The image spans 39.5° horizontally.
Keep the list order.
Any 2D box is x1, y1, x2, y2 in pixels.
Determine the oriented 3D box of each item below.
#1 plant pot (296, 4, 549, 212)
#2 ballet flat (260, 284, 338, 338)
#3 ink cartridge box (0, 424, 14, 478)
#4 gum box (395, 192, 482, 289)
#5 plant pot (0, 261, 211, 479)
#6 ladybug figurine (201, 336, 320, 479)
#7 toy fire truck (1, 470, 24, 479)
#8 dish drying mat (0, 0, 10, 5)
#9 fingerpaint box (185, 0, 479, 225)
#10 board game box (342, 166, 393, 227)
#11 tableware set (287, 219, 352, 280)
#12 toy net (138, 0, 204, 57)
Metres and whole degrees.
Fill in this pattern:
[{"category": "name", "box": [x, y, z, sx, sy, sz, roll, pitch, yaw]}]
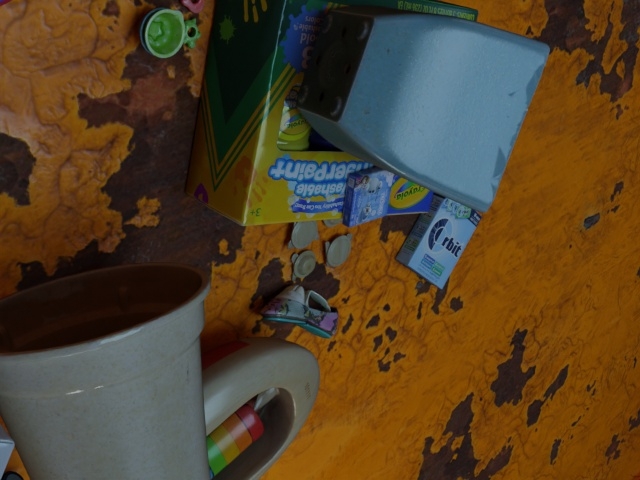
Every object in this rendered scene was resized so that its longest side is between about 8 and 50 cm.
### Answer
[{"category": "plant pot", "box": [0.115, -0.210, 1.263, 0.252, 0.248, 0.247, 14, 100, -30]}, {"category": "ballet flat", "box": [-0.036, 0.128, 1.660, 0.221, 0.076, 0.079, 25, 74, -54]}, {"category": "ink cartridge box", "box": [-0.511, 0.260, 1.073, 0.121, 0.289, 0.211, 17, 98, -46]}, {"category": "gum box", "box": [0.255, -0.006, 1.899, 0.157, 0.041, 0.184, 34, 84, -48]}, {"category": "plant pot", "box": [-0.283, 0.225, 1.196, 0.333, 0.333, 0.306, -21, 108, -37]}, {"category": "ladybug figurine", "box": [-0.198, 0.320, 1.508, 0.449, 0.162, 0.305, -35, 139, -28]}, {"category": "toy fire truck", "box": [-0.443, 0.491, 1.337, 0.158, 0.217, 0.246, -32, 143, 8]}, {"category": "dish drying mat", "box": [-0.398, -0.306, 1.101, 0.083, 0.008, 0.032, -39, 135, -26]}, {"category": "fingerpaint box", "box": [0.030, -0.230, 1.459, 0.444, 0.163, 0.371, -4, 114, -44]}, {"category": "board game box", "box": [0.078, -0.074, 1.458, 0.090, 0.020, 0.090, -19, 128, -39]}, {"category": "tableware set", "box": [0.000, 0.000, 1.660, 0.168, 0.020, 0.141, -25, 128, -37]}, {"category": "toy net", "box": [-0.202, -0.375, 1.236, 0.122, 0.045, 0.232, -16, 121, -39]}]
